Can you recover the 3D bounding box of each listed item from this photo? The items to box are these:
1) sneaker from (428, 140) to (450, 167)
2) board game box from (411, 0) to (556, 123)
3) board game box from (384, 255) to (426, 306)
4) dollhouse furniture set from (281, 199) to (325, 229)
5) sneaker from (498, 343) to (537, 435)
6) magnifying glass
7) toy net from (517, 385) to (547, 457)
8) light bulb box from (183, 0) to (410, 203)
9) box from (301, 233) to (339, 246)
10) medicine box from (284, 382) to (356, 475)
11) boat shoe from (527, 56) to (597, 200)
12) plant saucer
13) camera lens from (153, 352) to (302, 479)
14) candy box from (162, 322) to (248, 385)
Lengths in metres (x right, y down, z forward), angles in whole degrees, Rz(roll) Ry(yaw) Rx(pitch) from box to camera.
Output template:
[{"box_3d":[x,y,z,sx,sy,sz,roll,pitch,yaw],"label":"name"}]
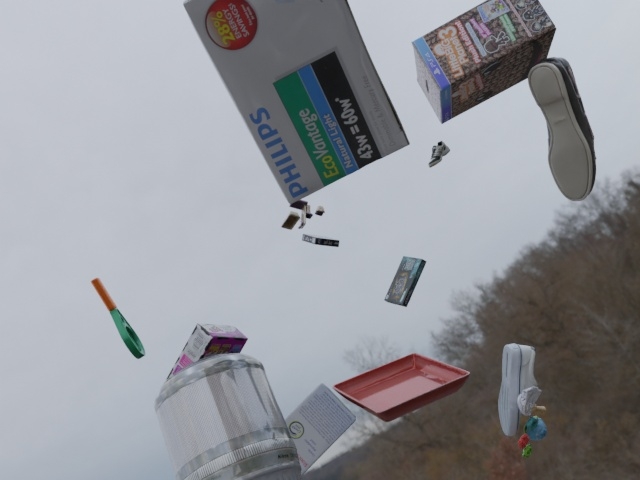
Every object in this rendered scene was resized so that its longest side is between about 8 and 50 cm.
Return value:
[{"box_3d":[0.271,-0.203,1.586,0.032,0.037,0.083,-24,19,51],"label":"sneaker"},{"box_3d":[0.384,-0.442,1.616,0.291,0.141,0.232,-28,-14,6],"label":"board game box"},{"box_3d":[0.314,0.151,2.503,0.126,0.026,0.186,9,72,63],"label":"board game box"},{"box_3d":[-0.052,-0.040,1.809,0.091,0.081,0.114,15,-38,-21],"label":"dollhouse furniture set"},{"box_3d":[0.550,0.413,1.855,0.091,0.258,0.094,2,8,-6],"label":"sneaker"},{"box_3d":[-0.510,0.196,1.699,0.026,0.231,0.092,-30,-3,-5],"label":"magnifying glass"},{"box_3d":[0.559,0.480,1.825,0.122,0.045,0.232,-36,-55,-21],"label":"toy net"},{"box_3d":[-0.051,-0.313,1.155,0.225,0.358,0.361,-26,27,3],"label":"light bulb box"},{"box_3d":[0.000,0.000,1.701,0.067,0.018,0.083,6,4,-25],"label":"box"},{"box_3d":[-0.047,0.578,2.011,0.289,0.149,0.263,-44,-10,-9],"label":"medicine box"},{"box_3d":[0.573,-0.260,1.547,0.095,0.335,0.112,-31,16,-35],"label":"boat shoe"},{"box_3d":[0.195,0.362,1.654,0.259,0.048,0.258,-18,9,-22],"label":"plant saucer"},{"box_3d":[-0.171,0.364,1.243,0.219,0.274,0.219,-20,-27,-11],"label":"camera lens"},{"box_3d":[-0.317,0.341,1.826,0.159,0.071,0.233,18,-76,-58],"label":"candy box"}]
